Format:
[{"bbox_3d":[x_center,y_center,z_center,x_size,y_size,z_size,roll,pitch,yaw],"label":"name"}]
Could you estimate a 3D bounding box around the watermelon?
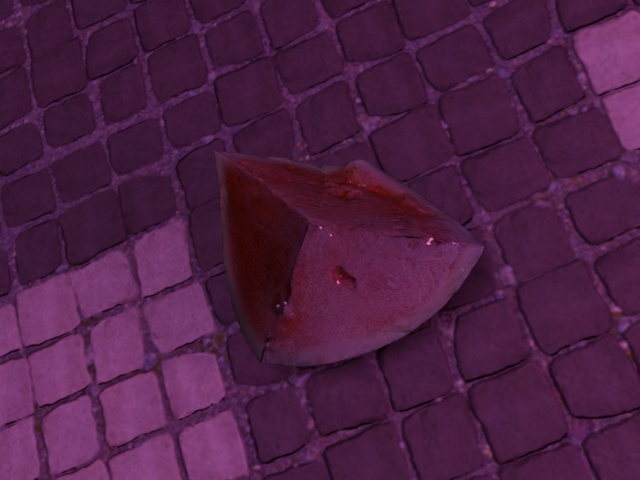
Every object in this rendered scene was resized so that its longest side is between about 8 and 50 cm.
[{"bbox_3d":[0.000,0.000,1.092,0.256,0.176,0.260,-35,39,-4],"label":"watermelon"}]
